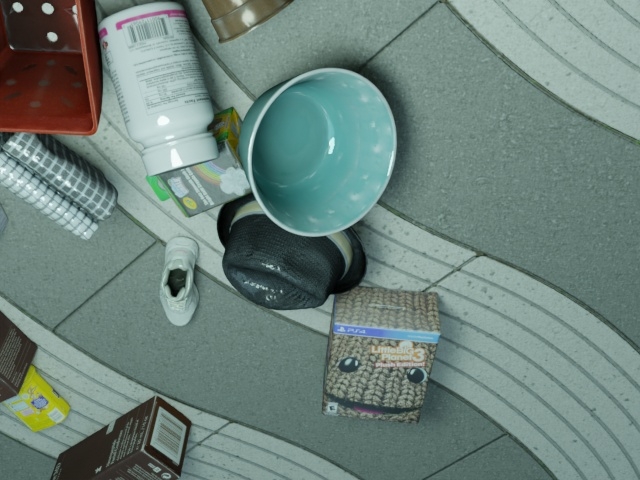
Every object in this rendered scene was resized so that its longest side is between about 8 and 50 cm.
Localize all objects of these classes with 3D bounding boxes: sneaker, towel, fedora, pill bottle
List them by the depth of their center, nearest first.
[{"bbox_3d":[-0.283,-0.266,1.597,0.161,0.160,0.282,-14,95,13],"label":"pill bottle"},{"bbox_3d":[-0.514,-0.138,1.710,0.235,0.284,0.121,38,93,-27],"label":"towel"},{"bbox_3d":[-0.078,0.049,1.839,0.334,0.152,0.334,15,140,13],"label":"fedora"},{"bbox_3d":[-0.319,0.111,1.969,0.091,0.115,0.232,4,126,0],"label":"sneaker"}]

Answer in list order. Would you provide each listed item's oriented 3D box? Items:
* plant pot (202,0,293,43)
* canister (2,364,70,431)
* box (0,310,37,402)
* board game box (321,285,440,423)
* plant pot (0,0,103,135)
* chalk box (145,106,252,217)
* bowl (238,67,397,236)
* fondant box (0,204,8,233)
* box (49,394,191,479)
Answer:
[{"bbox_3d":[-0.147,-0.452,1.531,0.167,0.167,0.165,-25,113,19],"label":"plant pot"},{"bbox_3d":[-0.722,0.391,2.222,0.126,0.073,0.170,-21,124,18],"label":"canister"},{"bbox_3d":[-0.803,0.268,2.076,0.169,0.167,0.203,-24,121,19],"label":"box"},{"bbox_3d":[0.132,0.260,2.041,0.232,0.141,0.290,5,127,-1],"label":"board game box"},{"bbox_3d":[-0.506,-0.361,1.559,0.268,0.235,0.267,3,126,2],"label":"plant pot"},{"bbox_3d":[-0.239,-0.145,1.771,0.213,0.132,0.132,-20,124,17],"label":"chalk box"},{"bbox_3d":[-0.029,-0.178,1.672,0.312,0.163,0.311,-12,114,-28],"label":"bowl"},{"bbox_3d":[-0.824,-0.130,1.831,0.239,0.096,0.330,-8,126,9],"label":"fondant box"},{"bbox_3d":[-0.518,0.570,2.272,0.381,0.191,0.143,-35,117,23],"label":"box"}]
